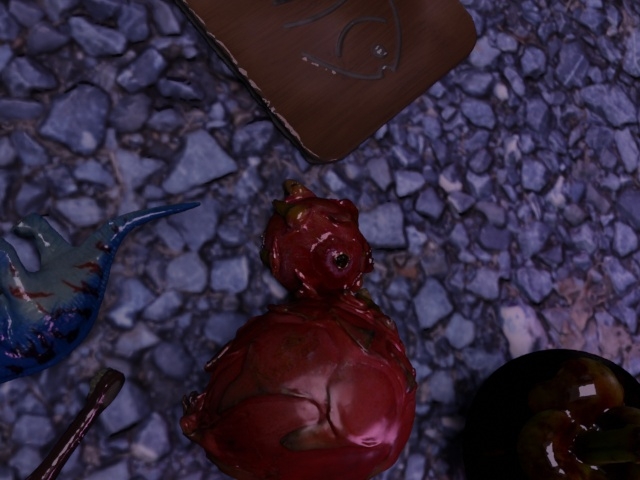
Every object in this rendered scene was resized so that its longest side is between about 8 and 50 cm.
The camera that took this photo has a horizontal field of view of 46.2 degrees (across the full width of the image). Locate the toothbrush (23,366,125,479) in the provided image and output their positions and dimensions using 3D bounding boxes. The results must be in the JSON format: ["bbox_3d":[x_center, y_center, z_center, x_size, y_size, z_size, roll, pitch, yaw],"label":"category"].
[{"bbox_3d":[-0.266,0.254,0.580,0.041,0.041,0.364,37,68,-10],"label":"toothbrush"}]

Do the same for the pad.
[{"bbox_3d":[0.010,-0.259,0.815,0.286,0.018,0.284,-41,93,-23],"label":"pad"}]

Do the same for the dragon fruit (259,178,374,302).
[{"bbox_3d":[0.003,0.005,0.726,0.112,0.068,0.126,17,74,-17],"label":"dragon fruit"}]

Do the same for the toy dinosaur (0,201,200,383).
[{"bbox_3d":[-0.248,0.054,0.617,0.144,0.076,0.329,39,70,-16],"label":"toy dinosaur"}]

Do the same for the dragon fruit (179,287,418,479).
[{"bbox_3d":[-0.008,0.135,0.641,0.210,0.172,0.172,-32,90,-14],"label":"dragon fruit"}]

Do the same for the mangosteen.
[{"bbox_3d":[0.227,0.193,0.680,0.194,0.230,0.194,0,79,2],"label":"mangosteen"}]
